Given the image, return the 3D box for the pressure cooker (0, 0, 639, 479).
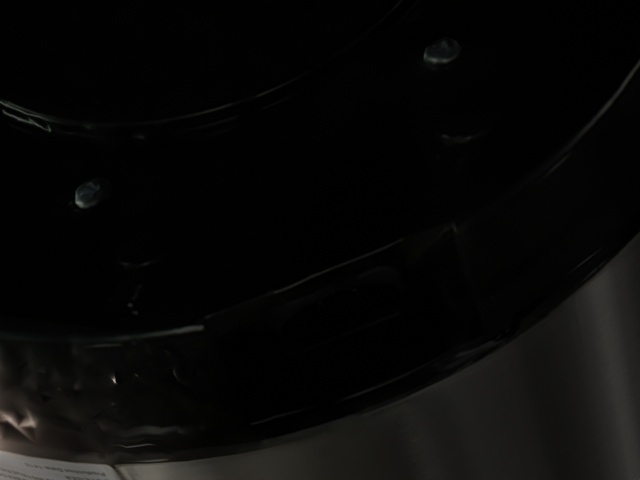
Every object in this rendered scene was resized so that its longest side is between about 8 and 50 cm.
[{"bbox_3d":[-0.004,0.005,0.709,0.370,0.375,0.420,55,172,37],"label":"pressure cooker"}]
